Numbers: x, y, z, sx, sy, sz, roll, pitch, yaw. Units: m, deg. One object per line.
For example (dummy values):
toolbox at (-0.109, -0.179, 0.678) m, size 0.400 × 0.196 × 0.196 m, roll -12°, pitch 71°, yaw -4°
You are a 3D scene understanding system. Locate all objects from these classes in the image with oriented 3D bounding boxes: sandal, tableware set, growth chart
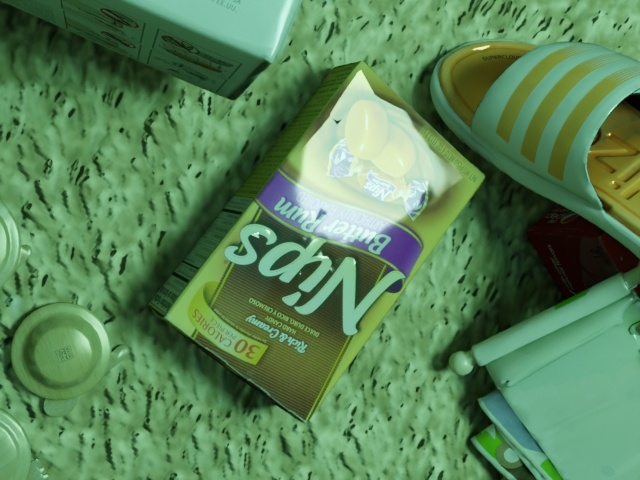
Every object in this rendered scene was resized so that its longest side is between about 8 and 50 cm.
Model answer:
sandal at (0.184, -0.057, 0.549) m, size 0.265 × 0.076 × 0.102 m, roll 40°, pitch 64°, yaw 22°
tableware set at (-0.194, 0.060, 0.516) m, size 0.141 × 0.020 × 0.168 m, roll -44°, pitch 106°, yaw -14°
growth chart at (0.186, 0.138, 0.616) m, size 0.172 × 0.021 × 0.237 m, roll -25°, pitch 107°, yaw 24°

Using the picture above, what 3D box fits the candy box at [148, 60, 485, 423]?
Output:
candy box at (0.000, 0.000, 0.567) m, size 0.109 × 0.053 × 0.186 m, roll 40°, pitch 82°, yaw -19°

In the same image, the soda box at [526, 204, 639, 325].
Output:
soda box at (0.253, 0.076, 0.649) m, size 0.092 × 0.083 × 0.263 m, roll -37°, pitch 105°, yaw -15°

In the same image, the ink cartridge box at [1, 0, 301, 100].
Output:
ink cartridge box at (-0.122, -0.255, 0.440) m, size 0.310 × 0.130 × 0.271 m, roll 23°, pitch 85°, yaw -12°
